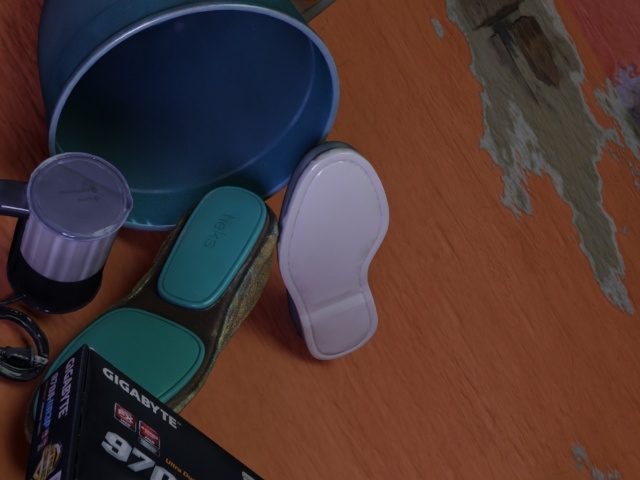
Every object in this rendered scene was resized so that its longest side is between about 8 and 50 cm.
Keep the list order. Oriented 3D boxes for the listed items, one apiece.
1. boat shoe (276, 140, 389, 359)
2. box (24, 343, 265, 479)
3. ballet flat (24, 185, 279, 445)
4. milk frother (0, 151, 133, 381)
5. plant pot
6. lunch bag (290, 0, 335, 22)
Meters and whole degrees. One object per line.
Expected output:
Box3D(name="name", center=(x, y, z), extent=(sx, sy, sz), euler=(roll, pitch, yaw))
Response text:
Box3D(name="boat shoe", center=(0.000, 0.000, 1.333), extent=(0.319, 0.116, 0.099), euler=(85, -18, -52))
Box3D(name="box", center=(-0.093, 0.191, 0.843), extent=(0.220, 0.051, 0.175), euler=(42, 19, -24))
Box3D(name="ballet flat", center=(-0.137, 0.091, 1.160), extent=(0.123, 0.123, 0.348), euler=(50, 45, -17))
Box3D(name="milk frother", center=(-0.223, 0.024, 1.069), extent=(0.129, 0.134, 0.143), euler=(-7, 64, -24))
Box3D(name="plant pot", center=(-0.152, -0.192, 1.257), extent=(0.272, 0.272, 0.255), euler=(25, 30, -44))
Box3D(name="lunch bag", center=(-0.069, -0.370, 1.535), extent=(0.160, 0.223, 0.262), euler=(-25, 86, -52))
